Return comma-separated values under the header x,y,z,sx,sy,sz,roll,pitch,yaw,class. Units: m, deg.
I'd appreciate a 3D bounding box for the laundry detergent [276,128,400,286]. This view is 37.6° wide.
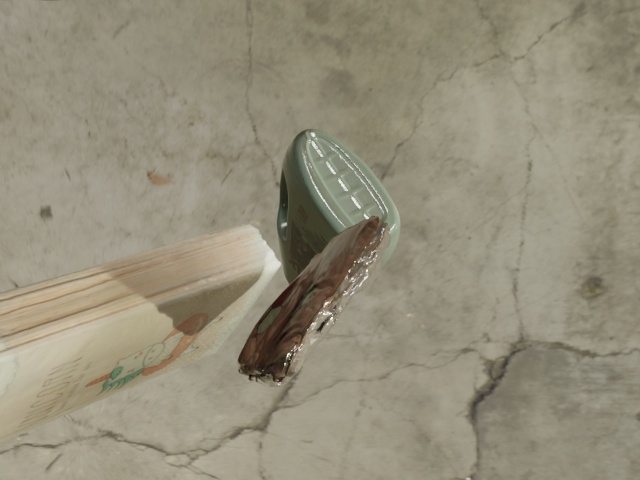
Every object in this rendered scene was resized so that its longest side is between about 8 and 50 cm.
x,y,z,sx,sy,sz,roll,pitch,yaw,class
0.000,0.000,1.708,0.124,0.398,0.264,-28,70,-25,laundry detergent

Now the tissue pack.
x,y,z,sx,sy,sz,roll,pitch,yaw,class
-0.193,0.086,0.833,0.325,0.170,0.071,-19,66,-49,tissue pack

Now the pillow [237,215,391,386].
x,y,z,sx,sy,sz,roll,pitch,yaw,class
-0.008,0.055,0.724,0.049,0.248,0.135,39,78,-2,pillow
